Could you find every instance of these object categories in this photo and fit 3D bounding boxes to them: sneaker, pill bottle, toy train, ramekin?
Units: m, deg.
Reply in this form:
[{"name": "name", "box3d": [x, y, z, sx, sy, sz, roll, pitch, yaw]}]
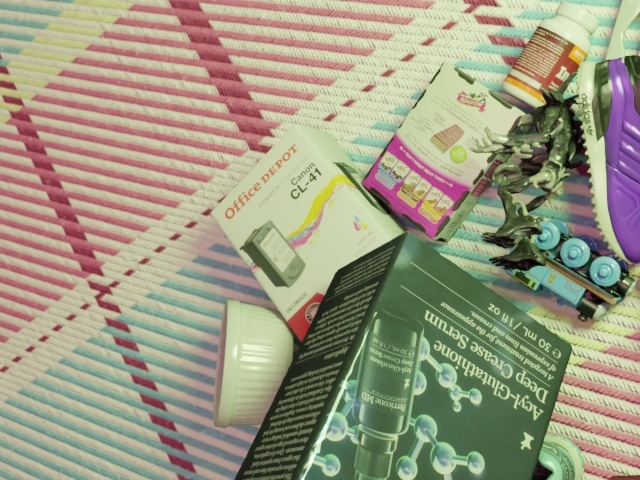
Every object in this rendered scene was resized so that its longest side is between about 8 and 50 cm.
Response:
[{"name": "sneaker", "box3d": [0.234, 0.338, 1.299, 0.283, 0.122, 0.110, -16, 80, 25]}, {"name": "sneaker", "box3d": [0.441, -0.108, 1.189, 0.146, 0.102, 0.293, -7, 107, 30]}, {"name": "pill bottle", "box3d": [0.341, -0.269, 1.300, 0.086, 0.086, 0.152, 36, 103, 24]}, {"name": "toy train", "box3d": [0.359, 0.042, 1.281, 0.184, 0.080, 0.105, 35, 111, 23]}, {"name": "ramekin", "box3d": [-0.110, 0.204, 1.439, 0.109, 0.207, 0.207, 6, 90, -9]}]

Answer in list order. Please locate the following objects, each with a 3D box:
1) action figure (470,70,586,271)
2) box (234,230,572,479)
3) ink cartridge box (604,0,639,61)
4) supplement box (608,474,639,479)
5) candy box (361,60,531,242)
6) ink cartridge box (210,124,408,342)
[{"name": "action figure", "box3d": [0.288, -0.107, 1.235, 0.141, 0.164, 0.275, 7, 67, 34]}, {"name": "box", "box3d": [0.107, 0.243, 1.158, 0.212, 0.294, 0.395, -32, 27, 59]}, {"name": "ink cartridge box", "box3d": [0.527, -0.264, 1.223, 0.239, 0.060, 0.275, 19, 96, 37]}, {"name": "supplement box", "box3d": [0.439, 0.374, 1.238, 0.055, 0.043, 0.083, -9, 84, 26]}, {"name": "candy box", "box3d": [0.196, -0.136, 1.374, 0.159, 0.071, 0.233, 41, 105, 23]}, {"name": "ink cartridge box", "box3d": [0.000, 0.000, 1.433, 0.226, 0.131, 0.306, -44, 71, 18]}]
